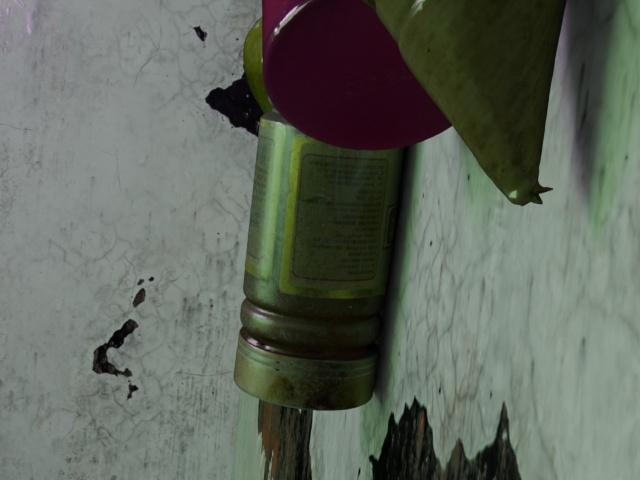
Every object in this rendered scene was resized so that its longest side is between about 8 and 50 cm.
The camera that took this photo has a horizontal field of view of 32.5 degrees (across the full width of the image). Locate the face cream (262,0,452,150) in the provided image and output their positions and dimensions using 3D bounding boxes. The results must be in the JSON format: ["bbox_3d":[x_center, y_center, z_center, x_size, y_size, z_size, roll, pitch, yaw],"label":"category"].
[{"bbox_3d":[0.040,-0.197,0.869,0.175,0.175,0.195,104,169,-51],"label":"face cream"}]

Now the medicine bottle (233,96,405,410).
[{"bbox_3d":[0.000,0.000,1.137,0.151,0.151,0.323,-119,35,-77],"label":"medicine bottle"}]

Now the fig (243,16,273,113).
[{"bbox_3d":[0.001,-0.194,1.363,0.233,0.167,0.167,45,-143,-49],"label":"fig"}]

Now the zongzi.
[{"bbox_3d":[0.134,-0.335,0.528,0.467,0.218,0.500,64,147,22],"label":"zongzi"}]
